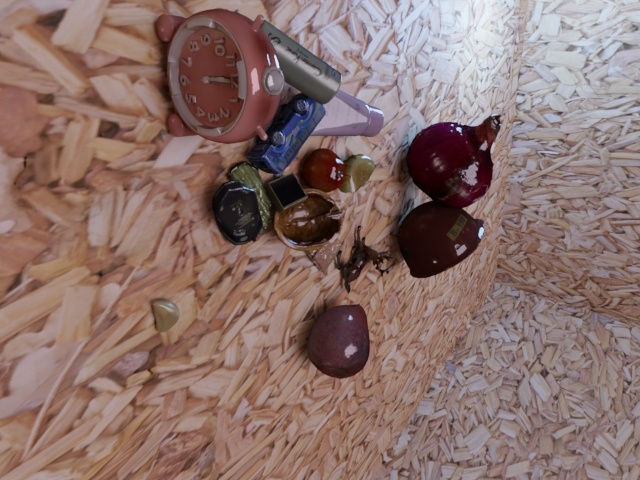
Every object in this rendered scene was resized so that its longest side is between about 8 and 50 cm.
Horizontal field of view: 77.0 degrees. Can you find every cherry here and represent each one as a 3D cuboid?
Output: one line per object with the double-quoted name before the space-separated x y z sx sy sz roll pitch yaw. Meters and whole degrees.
"cherry" 0.060 0.329 1.342 0.239 0.206 0.239 -18 90 -71

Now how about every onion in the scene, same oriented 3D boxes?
"onion" 0.519 -0.316 1.495 0.348 0.347 0.385 -30 169 -43

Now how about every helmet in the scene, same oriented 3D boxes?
"helmet" 0.459 -0.046 1.643 0.230 0.338 0.385 49 65 -11

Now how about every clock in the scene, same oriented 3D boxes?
"clock" -0.163 -0.293 0.736 0.142 0.242 0.226 -26 124 -49

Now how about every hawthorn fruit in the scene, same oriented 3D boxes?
"hawthorn fruit" 0.018 -0.195 1.121 0.125 0.140 0.124 -15 90 -71

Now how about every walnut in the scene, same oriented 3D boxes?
"walnut" -0.048 -0.053 1.103 0.212 0.087 0.166 -11 92 -29

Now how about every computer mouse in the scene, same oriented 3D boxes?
"computer mouse" -0.196 -0.066 0.932 0.106 0.062 0.192 -36 144 -18

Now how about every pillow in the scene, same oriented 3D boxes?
"pillow" 0.000 0.000 1.245 0.126 0.043 0.232 -53 143 -17

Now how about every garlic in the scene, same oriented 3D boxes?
"garlic" -0.333 0.161 0.871 0.053 0.041 0.083 -17 125 -43

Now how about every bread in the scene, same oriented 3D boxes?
"bread" 0.100 -0.214 1.249 0.157 0.083 0.094 -62 140 -18

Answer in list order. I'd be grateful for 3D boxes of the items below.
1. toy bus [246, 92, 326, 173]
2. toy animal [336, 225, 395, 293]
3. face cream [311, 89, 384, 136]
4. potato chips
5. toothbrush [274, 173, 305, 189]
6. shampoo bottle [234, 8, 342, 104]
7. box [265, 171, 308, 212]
"toy bus" -0.077 -0.264 0.981 0.094 0.079 0.236 46 66 -34
"toy animal" 0.156 0.072 1.468 0.244 0.087 0.259 -39 136 -19
"face cream" 0.057 -0.358 1.141 0.274 0.096 0.153 -2 110 -39
"potato chips" -0.161 -0.108 0.993 0.092 0.028 0.207 -49 137 -26
"toothbrush" -0.037 -0.132 1.151 0.288 0.024 0.021 26 86 -54
"shampoo bottle" -0.078 -0.401 0.887 0.263 0.085 0.085 23 85 -30
"box" -0.088 -0.125 1.027 0.080 0.035 0.083 -30 88 -24
